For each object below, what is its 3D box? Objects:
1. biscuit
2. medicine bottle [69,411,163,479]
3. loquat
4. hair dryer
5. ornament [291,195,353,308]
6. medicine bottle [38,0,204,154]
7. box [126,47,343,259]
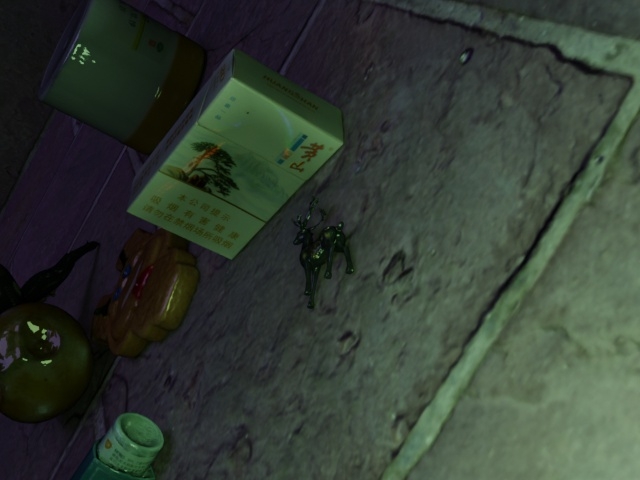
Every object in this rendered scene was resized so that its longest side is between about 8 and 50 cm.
[{"bbox_3d":[-0.266,0.071,1.207,0.333,0.047,0.202,3,69,61],"label":"biscuit"},{"bbox_3d":[-0.270,0.323,0.950,0.258,0.079,0.124,-56,24,14],"label":"medicine bottle"},{"bbox_3d":[-0.444,0.192,1.270,0.227,0.179,0.179,131,153,-54],"label":"loquat"},{"bbox_3d":[-0.495,0.118,1.496,0.120,0.304,0.359,1,30,24],"label":"hair dryer"},{"bbox_3d":[0.000,0.000,0.812,0.073,0.028,0.125,-45,34,34],"label":"ornament"},{"bbox_3d":[-0.371,-0.314,1.529,0.238,0.231,0.238,-41,34,36],"label":"medicine bottle"},{"bbox_3d":[-0.100,-0.091,0.938,0.233,0.149,0.067,-44,36,34],"label":"box"}]
